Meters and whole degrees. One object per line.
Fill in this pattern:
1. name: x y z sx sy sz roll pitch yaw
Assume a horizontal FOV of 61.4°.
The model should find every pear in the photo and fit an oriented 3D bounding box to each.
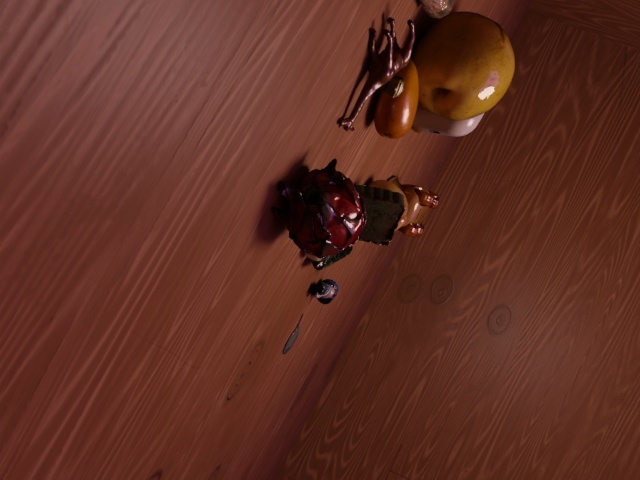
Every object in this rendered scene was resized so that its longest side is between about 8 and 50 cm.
1. pear: 0.411 -0.505 1.572 0.314 0.314 0.314 -56 165 -24

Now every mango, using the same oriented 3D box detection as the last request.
1. mango: 0.211 -0.387 1.477 0.145 0.112 0.219 -37 140 -59

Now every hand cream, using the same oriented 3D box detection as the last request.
1. hand cream: 0.264 -0.607 1.324 0.203 0.084 0.084 -20 136 -60

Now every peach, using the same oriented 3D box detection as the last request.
1. peach: 0.219 -0.114 1.869 0.184 0.184 0.184 -56 165 -24

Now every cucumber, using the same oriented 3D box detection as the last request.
1. cucumber: 0.030 0.044 1.717 0.293 0.067 0.067 -25 140 -66

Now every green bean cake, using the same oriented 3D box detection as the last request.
1. green bean cake: 0.168 -0.086 1.727 0.094 0.173 0.181 -83 -175 -51

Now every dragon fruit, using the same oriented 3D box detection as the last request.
1. dragon fruit: 0.006 -0.062 1.212 0.192 0.193 0.274 -35 165 2

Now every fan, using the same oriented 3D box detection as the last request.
1. fan: -0.093 0.337 1.946 0.175 0.005 0.113 -67 165 19

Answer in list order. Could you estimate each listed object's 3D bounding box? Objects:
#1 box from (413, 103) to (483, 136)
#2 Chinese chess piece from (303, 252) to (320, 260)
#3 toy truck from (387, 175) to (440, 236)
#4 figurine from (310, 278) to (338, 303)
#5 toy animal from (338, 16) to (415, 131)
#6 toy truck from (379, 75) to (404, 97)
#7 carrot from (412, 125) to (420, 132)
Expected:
1. box: 0.466 -0.519 1.826 0.141 0.289 0.349 29 89 -34
2. Chinese chess piece: 0.000 0.000 1.549 0.122 0.051 0.122 -57 165 -24
3. toy truck: 0.355 -0.140 2.237 0.204 0.212 0.288 -65 162 13
4. figurine: 0.008 0.173 1.881 0.149 0.086 0.087 29 48 -65
5. toy animal: 0.127 -0.384 1.259 0.224 0.066 0.229 -36 151 -27
6. toy truck: 0.166 -0.390 1.340 0.054 0.083 0.049 -35 151 -59
7. carrot: 0.404 -0.467 2.141 0.139 0.048 0.048 -46 159 -55
